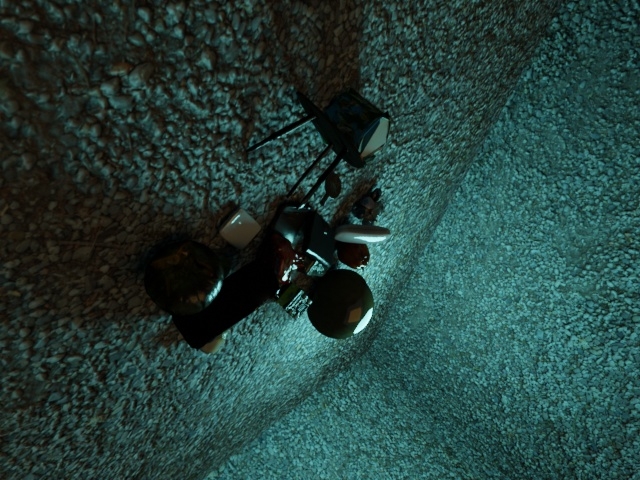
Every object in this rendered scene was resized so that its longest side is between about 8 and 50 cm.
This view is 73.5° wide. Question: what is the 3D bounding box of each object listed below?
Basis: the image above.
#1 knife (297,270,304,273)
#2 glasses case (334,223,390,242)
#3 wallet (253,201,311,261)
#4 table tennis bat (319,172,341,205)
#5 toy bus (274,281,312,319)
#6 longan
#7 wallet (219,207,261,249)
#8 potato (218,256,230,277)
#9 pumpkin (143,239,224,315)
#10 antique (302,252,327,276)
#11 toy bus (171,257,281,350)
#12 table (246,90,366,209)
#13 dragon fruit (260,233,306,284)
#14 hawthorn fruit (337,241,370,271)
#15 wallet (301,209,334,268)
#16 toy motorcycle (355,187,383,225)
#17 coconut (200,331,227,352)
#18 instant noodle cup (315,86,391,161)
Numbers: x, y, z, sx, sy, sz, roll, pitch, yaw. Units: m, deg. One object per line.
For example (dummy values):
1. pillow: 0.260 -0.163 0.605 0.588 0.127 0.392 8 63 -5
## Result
1. knife: -0.083 0.148 2.129 0.031 0.018 0.121 -49 155 12
2. glasses case: 0.210 -0.032 2.150 0.296 0.075 0.113 4 153 -20
3. wallet: -0.159 -0.017 1.754 0.172 0.045 0.318 -4 130 -52
4. table tennis bat: 0.002 -0.209 1.809 0.108 0.119 0.170 57 49 -34
5. toy bus: -0.143 0.275 2.047 0.128 0.150 0.262 -47 159 -10
6. longan: 0.115 0.353 2.371 0.404 0.336 0.405 -6 118 -12
7. wallet: -0.288 -0.041 1.532 0.124 0.032 0.183 -49 153 -4
8. potato: -0.362 0.107 1.570 0.103 0.066 0.096 -9 135 -57
9. pumpkin: -0.415 0.115 1.310 0.238 0.238 0.159 -35 154 -29
10. antique: -0.036 0.114 2.079 0.088 0.086 0.183 -57 154 10
11. toy bus: -0.328 0.213 1.558 0.386 0.171 0.162 -34 -175 -4
12. table: -0.042 -0.249 1.369 0.249 0.317 0.317 -42 154 0
13. dragon fruit: -0.142 0.100 1.745 0.211 0.134 0.262 -18 143 -44
14. hawthorn fruit: 0.177 0.065 2.254 0.174 0.179 0.173 -60 178 -3
15. wallet: 0.000 0.000 1.927 0.377 0.051 0.197 44 52 -68
16. toy motorcycle: 0.228 -0.135 2.167 0.204 0.108 0.239 -32 126 -44
17. coconut: -0.454 0.400 1.749 0.122 0.116 0.116 -59 154 6
18. instant noodle cup: 0.132 -0.409 1.558 0.240 0.178 0.240 -37 152 -24
